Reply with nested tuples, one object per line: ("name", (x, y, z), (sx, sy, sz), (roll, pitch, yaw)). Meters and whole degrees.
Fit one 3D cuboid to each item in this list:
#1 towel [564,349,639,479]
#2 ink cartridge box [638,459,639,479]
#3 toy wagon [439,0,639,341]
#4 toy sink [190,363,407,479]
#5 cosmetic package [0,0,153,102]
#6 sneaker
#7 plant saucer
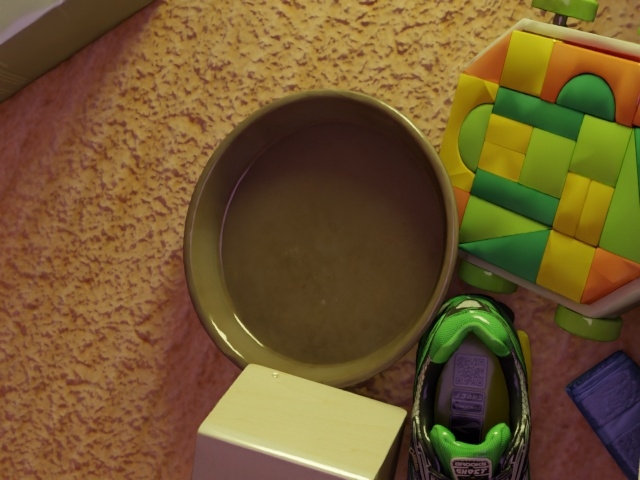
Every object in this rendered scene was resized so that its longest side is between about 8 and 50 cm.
("towel", (0.278, 0.162, 1.105), (0.067, 0.029, 0.119), (-36, 80, 8))
("ink cartridge box", (0.371, 0.167, 0.905), (0.272, 0.115, 0.198), (30, 49, -16))
("toy wagon", (0.235, -0.056, 1.016), (0.344, 0.068, 0.267), (28, 108, 48))
("toy sink", (-0.027, 0.250, 1.095), (0.152, 0.131, 0.234), (15, 116, 13))
("cosmetic package", (-0.281, -0.229, 1.197), (0.238, 0.127, 0.107), (-34, 81, 6))
("sneaker", (0.122, 0.218, 1.075), (0.134, 0.146, 0.344), (-4, 86, 11))
("plant saucer", (0.000, 0.000, 1.138), (0.277, 0.041, 0.278), (-4, 81, 25))
